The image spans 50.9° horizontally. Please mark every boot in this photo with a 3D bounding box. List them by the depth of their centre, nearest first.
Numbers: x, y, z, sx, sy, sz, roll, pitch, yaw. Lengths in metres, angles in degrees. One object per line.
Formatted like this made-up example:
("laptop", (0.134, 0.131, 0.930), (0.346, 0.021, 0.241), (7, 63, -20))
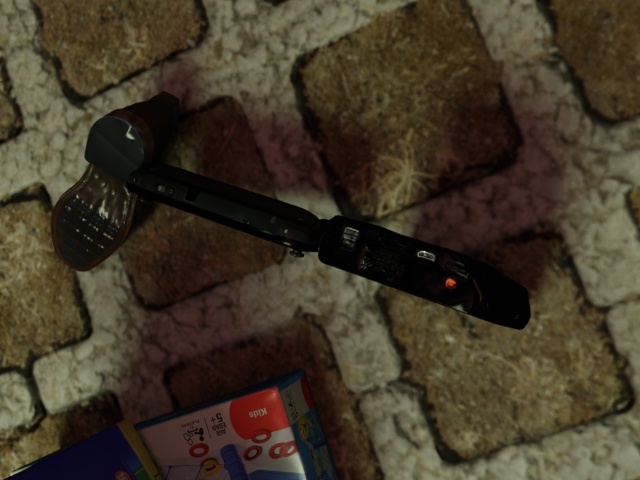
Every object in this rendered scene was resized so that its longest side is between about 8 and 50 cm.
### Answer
("boot", (-0.209, -0.060, 0.707), (0.082, 0.106, 0.219), (36, 127, -5))

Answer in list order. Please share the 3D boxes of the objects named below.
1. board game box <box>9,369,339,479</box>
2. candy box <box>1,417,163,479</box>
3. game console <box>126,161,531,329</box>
("board game box", (-0.117, 0.323, 0.667), (0.308, 0.086, 0.302), (-21, 84, 13))
("candy box", (-0.191, 0.307, 0.477), (0.122, 0.317, 0.268), (-34, 83, 10))
("game console", (0.000, 0.000, 0.586), (0.361, 0.213, 0.044), (19, 89, 24))
